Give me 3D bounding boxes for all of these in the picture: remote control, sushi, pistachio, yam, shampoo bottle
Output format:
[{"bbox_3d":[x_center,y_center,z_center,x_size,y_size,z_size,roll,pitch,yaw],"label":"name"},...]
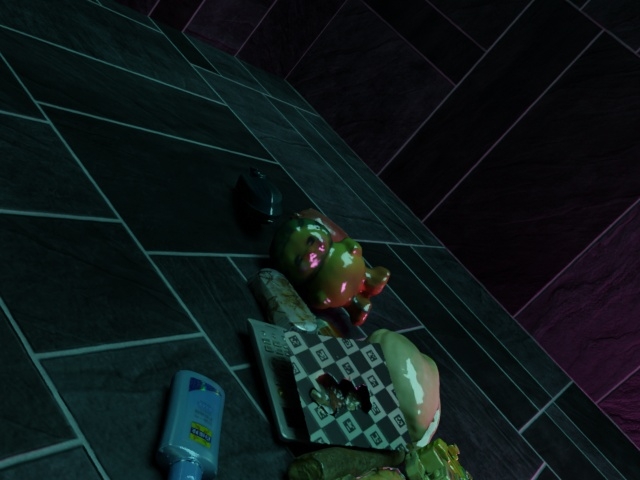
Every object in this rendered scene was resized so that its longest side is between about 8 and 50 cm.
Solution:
[{"bbox_3d":[-0.085,0.293,1.407,0.109,0.055,0.313,22,31,-36],"label":"remote control"},{"bbox_3d":[0.047,0.322,1.409,0.290,0.050,0.264,16,43,-38],"label":"sushi"},{"bbox_3d":[0.180,0.353,1.605,0.318,0.214,0.193,-102,-177,-50],"label":"pistachio"},{"bbox_3d":[0.067,0.437,1.336,0.357,0.081,0.081,13,34,-56],"label":"yam"},{"bbox_3d":[-0.207,0.317,1.081,0.104,0.061,0.258,34,20,-19],"label":"shampoo bottle"}]

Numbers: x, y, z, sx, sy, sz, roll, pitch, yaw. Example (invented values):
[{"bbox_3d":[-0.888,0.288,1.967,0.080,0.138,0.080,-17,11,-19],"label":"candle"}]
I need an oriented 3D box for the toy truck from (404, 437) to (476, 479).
[{"bbox_3d":[0.230,0.491,1.370,0.157,0.124,0.272,59,9,7],"label":"toy truck"}]

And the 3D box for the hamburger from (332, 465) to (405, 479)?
[{"bbox_3d":[0.098,0.508,1.131,0.259,0.144,0.283,50,15,30],"label":"hamburger"}]

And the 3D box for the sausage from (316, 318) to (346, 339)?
[{"bbox_3d":[0.037,0.263,1.627,0.083,0.083,0.264,28,11,-35],"label":"sausage"}]

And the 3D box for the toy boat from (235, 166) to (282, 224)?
[{"bbox_3d":[-0.180,-0.120,2.019,0.114,0.122,0.296,10,19,-20],"label":"toy boat"}]

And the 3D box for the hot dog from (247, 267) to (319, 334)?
[{"bbox_3d":[-0.092,0.161,1.659,0.131,0.069,0.252,6,35,-42],"label":"hot dog"}]

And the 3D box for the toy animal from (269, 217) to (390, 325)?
[{"bbox_3d":[0.007,0.074,1.876,0.338,0.216,0.191,33,-7,-14],"label":"toy animal"}]

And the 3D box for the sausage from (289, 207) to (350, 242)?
[{"bbox_3d":[0.000,0.000,2.096,0.254,0.148,0.148,35,19,-23],"label":"sausage"}]
